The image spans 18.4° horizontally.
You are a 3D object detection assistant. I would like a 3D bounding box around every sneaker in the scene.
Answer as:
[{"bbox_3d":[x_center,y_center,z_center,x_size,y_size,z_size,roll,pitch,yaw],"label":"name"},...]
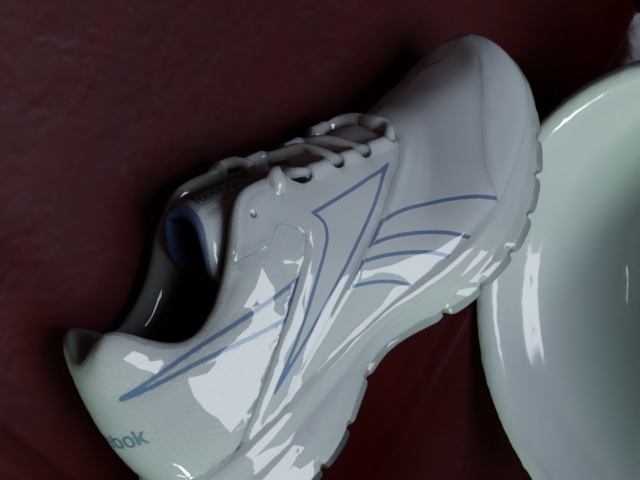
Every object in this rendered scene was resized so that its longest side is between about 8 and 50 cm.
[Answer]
[{"bbox_3d":[0.000,0.000,0.942,0.297,0.111,0.129,-52,123,-24],"label":"sneaker"}]

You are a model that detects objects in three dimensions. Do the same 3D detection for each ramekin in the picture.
[{"bbox_3d":[0.233,0.036,1.056,0.135,0.277,0.277,-8,104,-49],"label":"ramekin"}]
